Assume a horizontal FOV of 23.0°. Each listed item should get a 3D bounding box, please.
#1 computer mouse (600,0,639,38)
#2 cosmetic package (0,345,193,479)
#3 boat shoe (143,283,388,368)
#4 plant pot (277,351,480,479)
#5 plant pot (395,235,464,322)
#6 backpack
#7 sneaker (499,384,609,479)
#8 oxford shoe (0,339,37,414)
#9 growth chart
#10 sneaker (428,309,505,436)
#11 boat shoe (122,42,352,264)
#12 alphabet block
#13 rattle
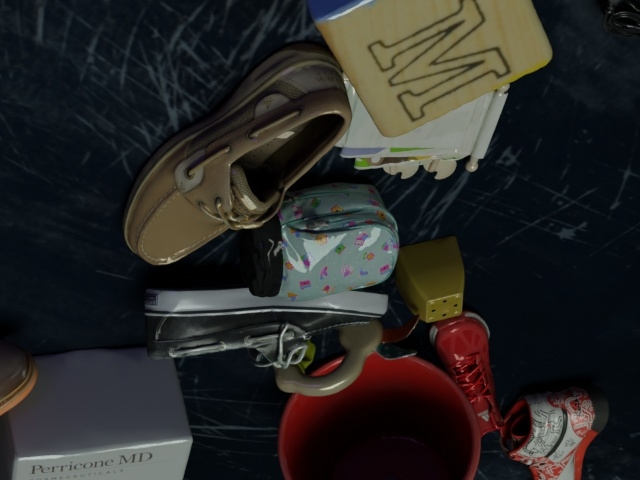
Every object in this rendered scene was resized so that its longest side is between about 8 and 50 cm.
[{"bbox_3d":[0.418,-0.313,1.716,0.184,0.060,0.262,9,139,-25],"label":"computer mouse"},{"bbox_3d":[-0.326,0.344,2.117,0.230,0.161,0.453,-4,140,-19],"label":"cosmetic package"},{"bbox_3d":[-0.065,0.107,1.946,0.306,0.104,0.113,-1,-178,-21],"label":"boat shoe"},{"bbox_3d":[0.090,0.317,2.202,0.275,0.275,0.243,-18,153,-1],"label":"plant pot"},{"bbox_3d":[0.147,0.057,2.027,0.081,0.083,0.081,-13,143,-8],"label":"plant pot"},{"bbox_3d":[0.000,0.000,1.870,0.182,0.115,0.152,-10,139,-16],"label":"backpack"},{"bbox_3d":[0.337,0.326,2.439,0.145,0.090,0.270,-3,136,-18],"label":"sneaker"},{"bbox_3d":[-0.516,0.161,1.841,0.364,0.130,0.132,-9,135,-13],"label":"oxford shoe"},{"bbox_3d":[0.105,-0.135,1.824,0.237,0.021,0.172,2,138,-25],"label":"growth chart"},{"bbox_3d":[0.218,0.196,2.191,0.087,0.128,0.221,-23,143,5],"label":"sneaker"},{"bbox_3d":[-0.099,-0.071,1.740,0.122,0.110,0.341,19,129,-39],"label":"boat shoe"},{"bbox_3d":[0.091,-0.253,1.535,0.193,0.192,0.197,-24,141,9],"label":"alphabet block"},{"bbox_3d":[0.038,0.156,2.064,0.200,0.130,0.142,-14,136,-1],"label":"rattle"}]
